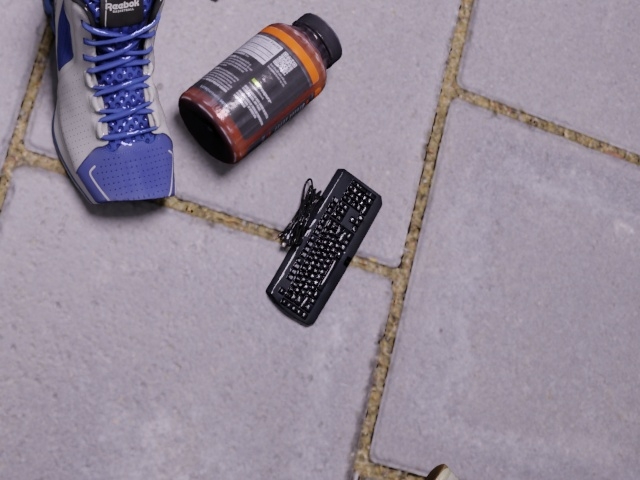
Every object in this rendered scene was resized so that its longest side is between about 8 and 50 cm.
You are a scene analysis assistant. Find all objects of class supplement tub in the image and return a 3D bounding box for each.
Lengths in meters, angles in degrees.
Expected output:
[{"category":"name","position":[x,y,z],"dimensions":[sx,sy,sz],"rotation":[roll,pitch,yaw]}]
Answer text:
[{"category":"supplement tub","position":[-0.065,-0.186,1.396],"dimensions":[0.198,0.106,0.106],"rotation":[-41,97,-19]}]

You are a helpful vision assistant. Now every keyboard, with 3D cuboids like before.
[{"category":"keyboard","position":[0.000,0.000,1.431],"dimensions":[0.100,0.038,0.192],"rotation":[33,73,-12]}]

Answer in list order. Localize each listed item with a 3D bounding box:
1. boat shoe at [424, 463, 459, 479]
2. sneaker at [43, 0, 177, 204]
[{"category":"boat shoe","position":[0.127,0.336,1.425],"dimensions":[0.045,0.050,0.135],"rotation":[40,72,-5]},{"category":"sneaker","position":[-0.235,-0.199,1.298],"dimensions":[0.127,0.182,0.315],"rotation":[-11,87,-19]}]
